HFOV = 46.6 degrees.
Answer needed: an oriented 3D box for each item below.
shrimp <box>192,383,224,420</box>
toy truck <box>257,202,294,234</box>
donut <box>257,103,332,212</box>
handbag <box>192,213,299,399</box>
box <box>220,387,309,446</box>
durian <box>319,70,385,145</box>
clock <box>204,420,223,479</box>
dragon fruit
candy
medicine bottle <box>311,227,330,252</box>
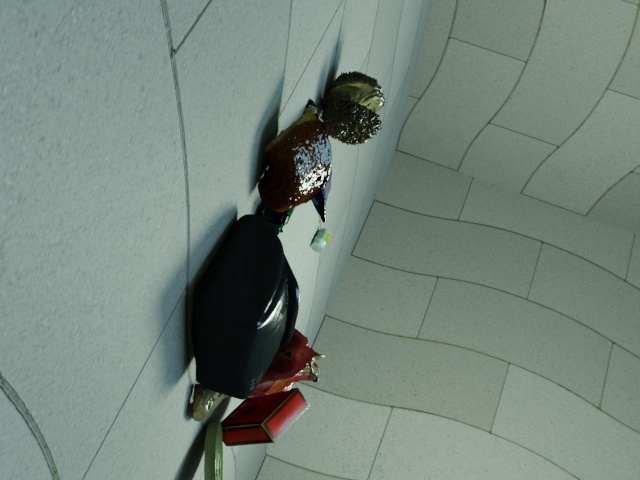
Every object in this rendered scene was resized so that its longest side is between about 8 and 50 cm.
[{"bbox_3d":[-0.241,0.321,1.643,0.145,0.059,0.254,-48,169,-31],"label":"shrimp"},{"bbox_3d":[-0.088,-0.083,1.627,0.079,0.065,0.147,105,7,-59],"label":"toy truck"},{"bbox_3d":[-0.051,-0.153,1.476,0.126,0.144,0.186,-36,178,-39],"label":"donut"},{"bbox_3d":[-0.130,0.131,1.457,0.302,0.177,0.275,102,12,-50],"label":"handbag"},{"bbox_3d":[-0.159,0.472,1.981,0.239,0.074,0.153,-23,-163,49],"label":"box"},{"bbox_3d":[0.077,-0.318,1.849,0.196,0.167,0.196,-56,-176,6],"label":"durian"},{"bbox_3d":[-0.267,0.579,1.894,0.235,0.029,0.235,178,-90,-89],"label":"clock"},{"bbox_3d":[-0.097,0.332,1.955,0.262,0.211,0.134,-78,174,-53],"label":"dragon fruit"},{"bbox_3d":[-0.011,-0.184,1.682,0.145,0.070,0.275,87,-4,-55],"label":"candy"},{"bbox_3d":[0.000,0.000,2.550,0.083,0.047,0.047,-63,170,-46],"label":"medicine bottle"}]
